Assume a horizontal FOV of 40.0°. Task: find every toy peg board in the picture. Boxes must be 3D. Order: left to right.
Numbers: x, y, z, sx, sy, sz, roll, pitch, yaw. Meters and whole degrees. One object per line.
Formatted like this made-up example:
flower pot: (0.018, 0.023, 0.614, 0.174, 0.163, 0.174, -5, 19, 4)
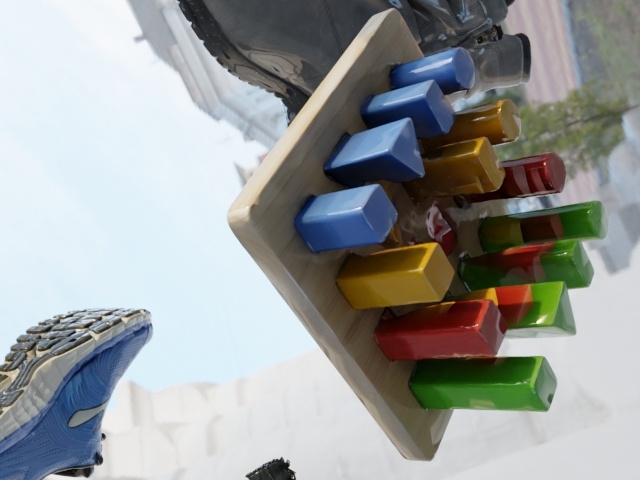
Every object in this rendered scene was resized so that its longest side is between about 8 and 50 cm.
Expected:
toy peg board: (0.064, -0.009, 0.409, 0.160, 0.079, 0.161, 56, -134, -27)

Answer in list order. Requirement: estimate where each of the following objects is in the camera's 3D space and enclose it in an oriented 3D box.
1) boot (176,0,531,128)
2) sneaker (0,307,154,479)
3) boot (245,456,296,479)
boot: (0.025, -0.204, 0.714, 0.338, 0.223, 0.118, 42, -158, -48)
sneaker: (-0.299, 0.187, 1.001, 0.330, 0.130, 0.147, -46, -53, -51)
boot: (-0.081, 0.389, 1.315, 0.099, 0.121, 0.045, 61, 162, 8)
